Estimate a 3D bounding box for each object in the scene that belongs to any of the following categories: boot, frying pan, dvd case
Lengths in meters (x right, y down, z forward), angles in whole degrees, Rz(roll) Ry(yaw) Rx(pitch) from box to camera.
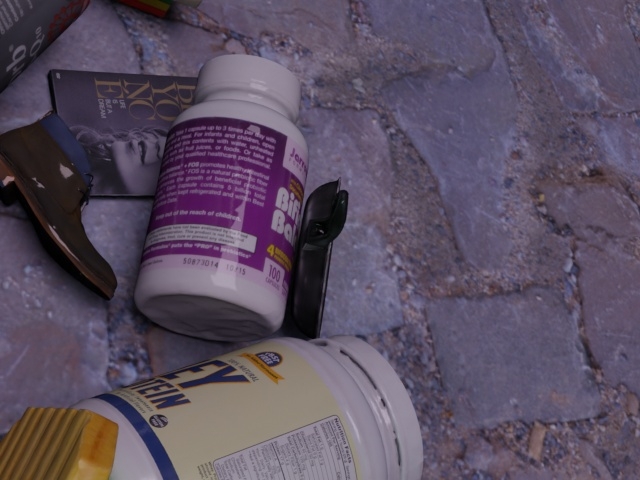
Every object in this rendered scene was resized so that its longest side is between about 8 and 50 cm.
[{"bbox_3d":[-0.272,-0.043,1.254,0.106,0.082,0.219,-41,89,-21],"label":"boot"},{"bbox_3d":[-0.004,0.029,1.270,0.053,0.326,0.197,8,96,2],"label":"frying pan"},{"bbox_3d":[-0.209,-0.127,1.383,0.221,0.018,0.165,-1,68,-31],"label":"dvd case"}]

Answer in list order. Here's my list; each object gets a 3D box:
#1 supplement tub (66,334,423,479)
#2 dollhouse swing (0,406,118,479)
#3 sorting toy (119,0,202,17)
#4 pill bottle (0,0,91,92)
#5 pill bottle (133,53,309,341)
[{"bbox_3d":[-0.083,0.232,1.145,0.324,0.235,0.235,-16,75,-35],"label":"supplement tub"},{"bbox_3d":[-0.360,0.252,0.860,0.315,0.347,0.305,15,77,-23],"label":"dollhouse swing"},{"bbox_3d":[-0.266,-0.424,1.452,0.257,0.089,0.255,17,59,-22],"label":"sorting toy"},{"bbox_3d":[-0.414,-0.225,1.194,0.210,0.210,0.363,39,54,-8],"label":"pill bottle"},{"bbox_3d":[-0.102,-0.051,1.297,0.169,0.169,0.302,18,66,-22],"label":"pill bottle"}]
